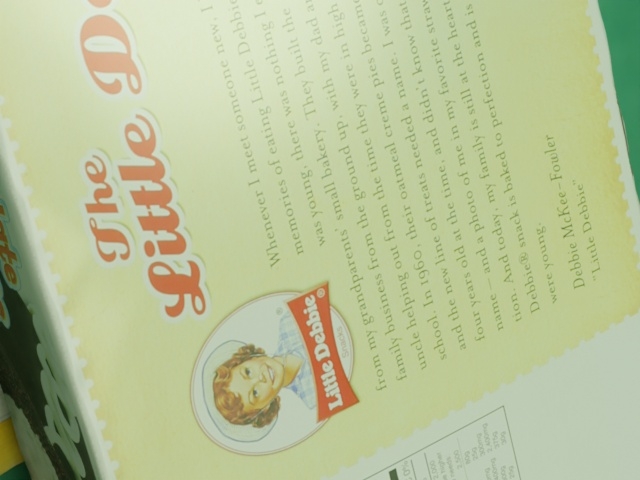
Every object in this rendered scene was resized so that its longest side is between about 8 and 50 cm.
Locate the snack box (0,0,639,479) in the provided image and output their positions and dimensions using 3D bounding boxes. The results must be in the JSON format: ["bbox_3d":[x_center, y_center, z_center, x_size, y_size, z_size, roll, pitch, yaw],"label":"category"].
[{"bbox_3d":[0.000,0.000,0.479,0.187,0.060,0.322,-24,109,-28],"label":"snack box"}]

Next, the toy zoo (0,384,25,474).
[{"bbox_3d":[-0.135,0.069,0.470,0.293,0.030,0.192,-27,112,-20],"label":"toy zoo"}]
